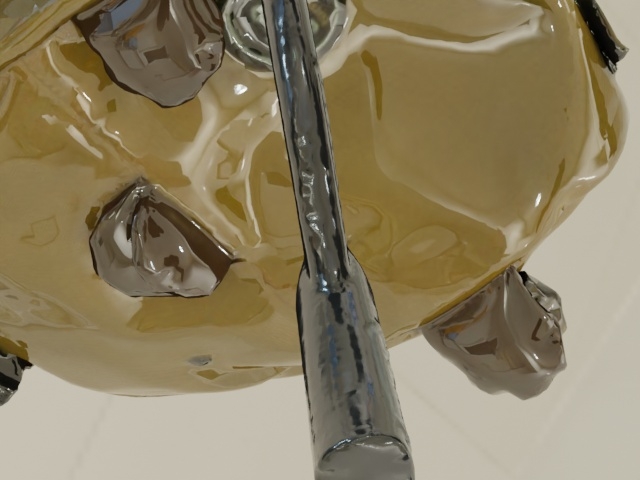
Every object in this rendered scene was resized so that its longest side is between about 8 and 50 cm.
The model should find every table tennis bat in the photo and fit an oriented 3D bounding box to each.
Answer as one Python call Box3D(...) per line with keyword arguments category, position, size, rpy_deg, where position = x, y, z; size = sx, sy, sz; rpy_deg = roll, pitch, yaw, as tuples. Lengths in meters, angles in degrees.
Box3D(category="table tennis bat", position=(0.000, 0.000, 0.604), size=(0.236, 0.027, 0.150), rpy_deg=(-101, -179, -56))

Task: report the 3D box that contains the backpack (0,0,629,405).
Box3D(category="backpack", position=(-0.046, -0.061, 0.938), size=(0.353, 0.378, 0.201), rpy_deg=(40, 28, -26))
